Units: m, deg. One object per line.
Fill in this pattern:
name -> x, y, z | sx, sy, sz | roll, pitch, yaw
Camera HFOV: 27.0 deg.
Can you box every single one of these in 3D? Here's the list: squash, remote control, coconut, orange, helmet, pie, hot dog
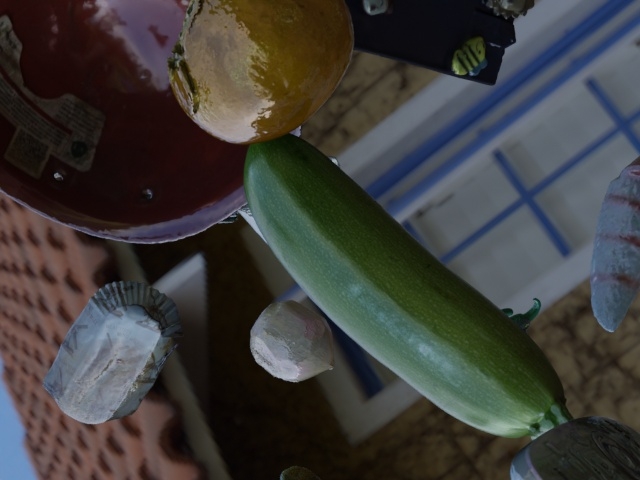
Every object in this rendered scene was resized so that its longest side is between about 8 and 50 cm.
squash -> 0.067, 0.049, 1.163 | 0.395, 0.107, 0.107 | 42, -173, 17
remote control -> 0.202, 0.174, 0.965 | 0.097, 0.045, 0.256 | 47, -158, 23
coconut -> -0.034, 0.148, 1.886 | 0.124, 0.110, 0.110 | 35, -175, 16
orange -> -0.049, -0.150, 1.016 | 0.134, 0.154, 0.155 | 46, -169, -14
helmet -> -0.182, -0.197, 1.327 | 0.337, 0.385, 0.230 | 45, -142, -30
pie -> -0.020, 0.333, 1.762 | 0.084, 0.021, 0.084 | 30, -154, -16
hot dog -> -0.322, 0.174, 2.063 | 0.162, 0.270, 0.082 | 22, -150, -21

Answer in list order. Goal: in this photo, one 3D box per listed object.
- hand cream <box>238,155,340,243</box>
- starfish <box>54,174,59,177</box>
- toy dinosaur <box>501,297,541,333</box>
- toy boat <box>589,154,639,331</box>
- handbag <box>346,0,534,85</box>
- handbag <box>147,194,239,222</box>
hand cream -> 0.000, 0.000, 1.566 | 0.341, 0.124, 0.078 | 59, -169, -60
starfish -> -0.313, -0.130, 1.666 | 0.050, 0.223, 0.217 | 6, -99, -47
toy dinosaur -> 0.289, 0.136, 2.051 | 0.059, 0.132, 0.096 | 41, 164, 45
toy boat -> 0.437, -0.003, 1.818 | 0.096, 0.282, 0.206 | 37, 170, -36
handbag -> 0.165, -0.390, 1.854 | 0.329, 0.303, 0.122 | 11, -165, -30
handbag -> -0.253, -0.142, 2.100 | 0.079, 0.247, 0.260 | 129, 138, -79
